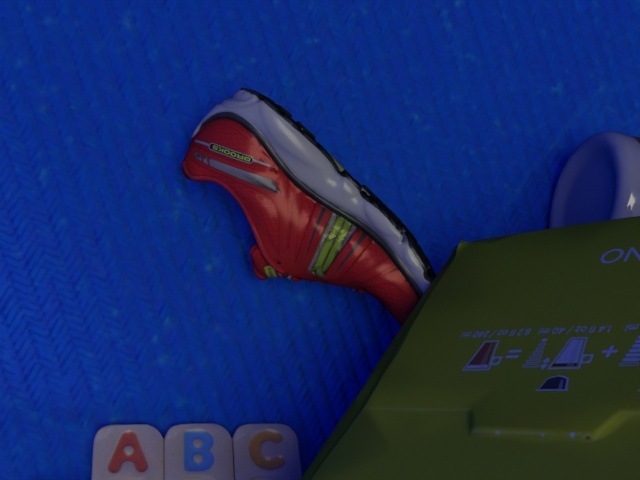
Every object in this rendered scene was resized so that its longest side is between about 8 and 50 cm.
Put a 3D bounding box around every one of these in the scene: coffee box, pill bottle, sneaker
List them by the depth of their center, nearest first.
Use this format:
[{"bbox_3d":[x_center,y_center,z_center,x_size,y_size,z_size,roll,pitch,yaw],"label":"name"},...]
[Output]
[{"bbox_3d":[0.221,0.205,0.559,0.334,0.338,0.338,55,51,-21],"label":"coffee box"},{"bbox_3d":[0.000,0.000,0.747,0.279,0.107,0.118,44,98,-4],"label":"sneaker"},{"bbox_3d":[0.334,-0.011,0.788,0.229,0.131,0.131,11,86,-12],"label":"pill bottle"}]

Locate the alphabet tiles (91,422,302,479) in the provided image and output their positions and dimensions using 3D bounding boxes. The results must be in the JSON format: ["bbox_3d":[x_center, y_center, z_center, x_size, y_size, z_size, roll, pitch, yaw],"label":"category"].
[{"bbox_3d":[-0.085,0.259,0.658,0.284,0.021,0.278,2,49,-12],"label":"alphabet tiles"}]
